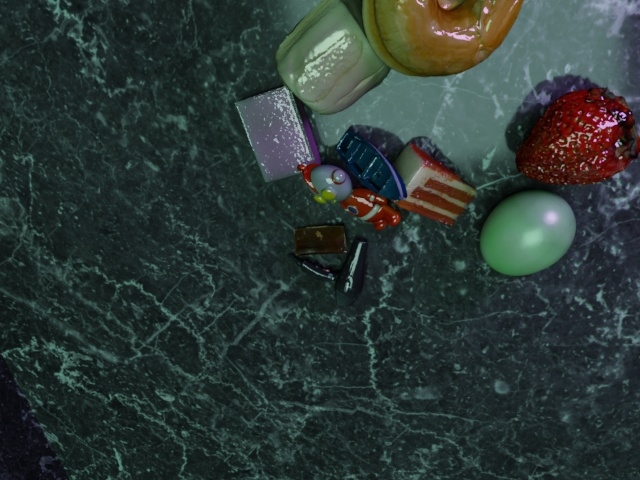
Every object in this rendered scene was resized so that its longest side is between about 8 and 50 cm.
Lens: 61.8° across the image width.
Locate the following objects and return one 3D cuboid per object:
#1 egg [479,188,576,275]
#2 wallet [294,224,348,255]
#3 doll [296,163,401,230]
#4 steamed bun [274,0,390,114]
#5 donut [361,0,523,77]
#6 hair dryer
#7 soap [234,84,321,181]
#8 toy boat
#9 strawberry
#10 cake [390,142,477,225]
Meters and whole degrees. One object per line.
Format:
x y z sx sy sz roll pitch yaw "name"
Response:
0.570 -0.020 1.488 0.220 0.220 0.269 43 125 -8 "egg"
0.000 0.000 1.711 0.176 0.026 0.095 -5 90 23 "wallet"
0.075 -0.132 1.563 0.336 0.105 0.200 31 161 -19 "doll"
0.047 -0.466 1.412 0.272 0.273 0.290 36 121 -22 "steamed bun"
0.290 -0.599 1.241 0.449 0.198 0.449 -10 124 -15 "donut"
0.017 0.076 1.739 0.271 0.091 0.235 17 107 9 "hair dryer"
-0.120 -0.317 1.586 0.181 0.081 0.259 -14 111 19 "soap"
0.151 -0.200 1.493 0.096 0.061 0.299 -53 51 21 "toy boat"
0.640 -0.255 1.359 0.288 0.238 0.250 -28 125 33 "strawberry"
0.318 -0.140 1.525 0.262 0.159 0.158 31 114 -4 "cake"
